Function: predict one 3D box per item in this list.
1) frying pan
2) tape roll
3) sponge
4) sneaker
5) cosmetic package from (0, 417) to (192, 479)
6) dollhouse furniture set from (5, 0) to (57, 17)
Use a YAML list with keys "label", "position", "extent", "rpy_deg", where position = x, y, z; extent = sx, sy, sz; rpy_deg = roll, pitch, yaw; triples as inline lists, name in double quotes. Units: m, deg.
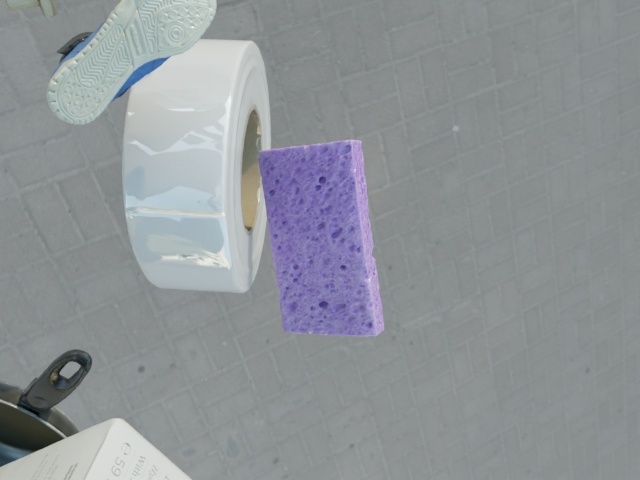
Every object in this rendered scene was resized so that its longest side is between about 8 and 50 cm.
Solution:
- label: "frying pan"
  position: [-0.319, 0.163, 0.539]
  extent: [0.197, 0.053, 0.326]
  rpy_deg: [19, 129, -5]
- label: "tape roll"
  position: [-0.125, -0.082, 0.626]
  extent: [0.100, 0.286, 0.286]
  rpy_deg: [4, 108, 2]
- label: "sponge"
  position: [0.000, 0.000, 0.596]
  extent: [0.031, 0.117, 0.210]
  rpy_deg: [-21, 105, -60]
- label: "sneaker"
  position: [-0.154, -0.158, 0.437]
  extent: [0.152, 0.084, 0.058]
  rpy_deg: [-44, 124, -1]
- label: "cosmetic package"
  position: [-0.158, 0.256, 0.378]
  extent: [0.151, 0.151, 0.184]
  rpy_deg: [-27, 117, 20]
- label: "dollhouse furniture set"
  position: [-0.113, -0.171, 0.264]
  extent: [0.101, 0.182, 0.161]
  rpy_deg: [-19, 146, -23]
